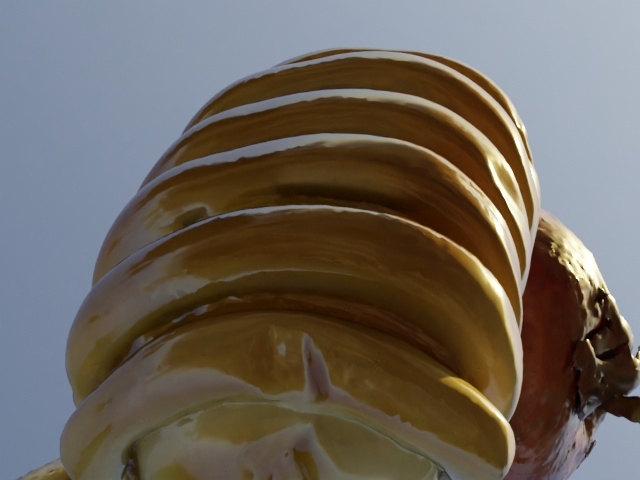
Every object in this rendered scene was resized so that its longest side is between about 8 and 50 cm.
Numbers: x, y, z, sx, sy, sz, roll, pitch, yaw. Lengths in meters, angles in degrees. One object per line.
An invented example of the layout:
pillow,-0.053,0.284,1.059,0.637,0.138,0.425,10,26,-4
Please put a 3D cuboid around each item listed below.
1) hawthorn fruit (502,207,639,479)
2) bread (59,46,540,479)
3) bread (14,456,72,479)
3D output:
hawthorn fruit,0.106,0.083,1.283,0.307,0.276,0.276,20,-141,15
bread,0.000,0.000,0.748,0.311,0.172,0.121,-72,-26,-64
bread,-0.195,0.260,1.452,0.099,0.210,0.235,25,-144,33
